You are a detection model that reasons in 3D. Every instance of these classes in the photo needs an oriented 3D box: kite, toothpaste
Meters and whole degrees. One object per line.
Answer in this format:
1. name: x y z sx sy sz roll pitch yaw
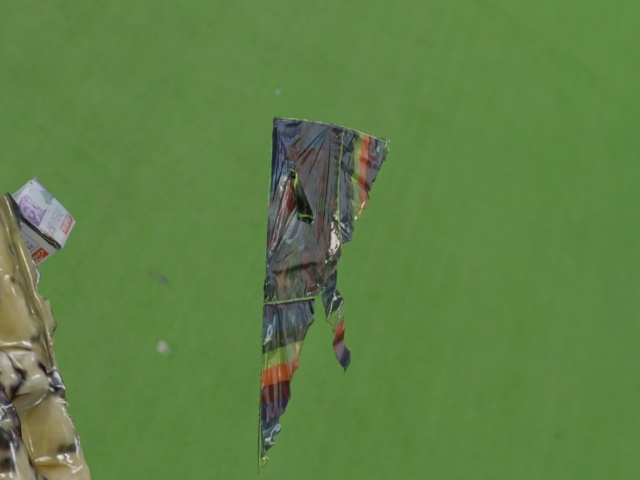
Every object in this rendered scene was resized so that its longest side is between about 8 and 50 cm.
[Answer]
1. kite: 0.000 0.000 0.393 0.004 0.090 0.122 4 42 22
2. toothpaste: -0.227 0.040 0.843 0.040 0.196 0.047 47 18 -18

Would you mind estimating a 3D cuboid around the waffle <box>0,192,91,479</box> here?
1. waffle: -0.216 0.068 0.525 0.261 0.114 0.376 66 15 13
